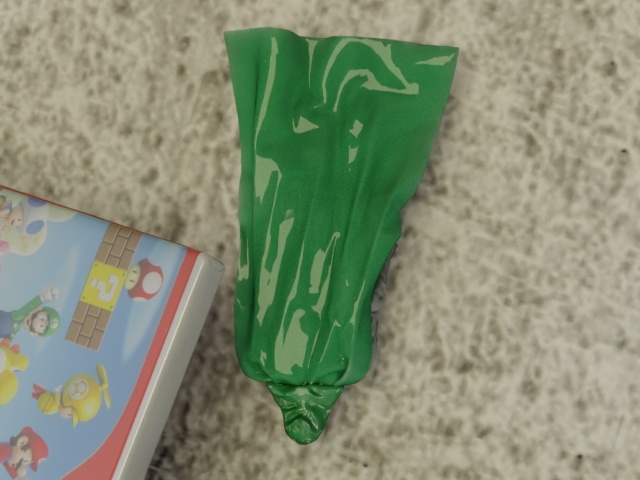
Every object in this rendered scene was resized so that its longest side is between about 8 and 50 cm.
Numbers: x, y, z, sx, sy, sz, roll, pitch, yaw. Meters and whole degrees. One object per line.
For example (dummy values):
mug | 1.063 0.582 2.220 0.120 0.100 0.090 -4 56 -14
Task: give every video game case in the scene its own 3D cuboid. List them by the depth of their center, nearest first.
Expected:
video game case | -0.208 0.066 1.017 0.285 0.025 0.204 17 82 28

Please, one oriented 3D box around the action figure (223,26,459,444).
action figure | 0.000 0.000 1.052 0.137 0.063 0.232 5 80 14
